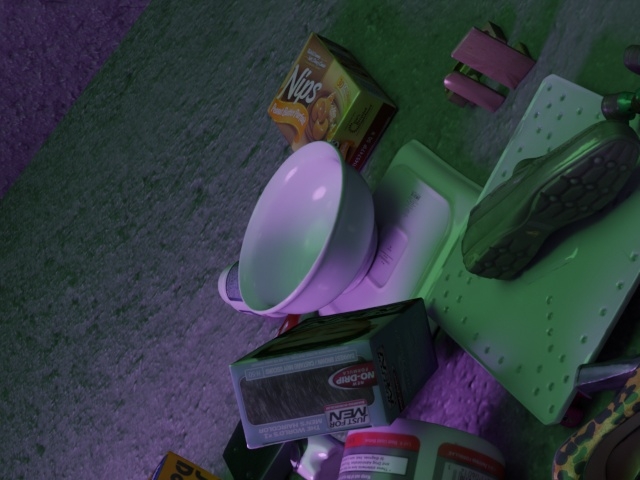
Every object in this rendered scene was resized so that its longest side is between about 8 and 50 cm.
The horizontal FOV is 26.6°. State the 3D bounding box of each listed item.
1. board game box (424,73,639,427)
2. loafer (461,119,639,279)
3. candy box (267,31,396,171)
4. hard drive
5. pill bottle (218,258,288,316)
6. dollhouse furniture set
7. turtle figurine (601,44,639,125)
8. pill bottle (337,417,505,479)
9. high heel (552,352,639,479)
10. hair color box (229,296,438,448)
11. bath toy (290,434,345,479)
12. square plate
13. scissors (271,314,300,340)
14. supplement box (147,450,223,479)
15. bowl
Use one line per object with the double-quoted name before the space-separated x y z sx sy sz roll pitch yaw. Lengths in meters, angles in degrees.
"board game box" 0.320 0.002 1.798 0.390 0.050 0.390 -62 28 9
"loafer" 0.284 -0.066 1.733 0.319 0.112 0.112 -42 41 44
"candy box" 0.015 -0.243 2.498 0.183 0.087 0.316 -58 28 16
"hard drive" -0.068 0.300 2.264 0.255 0.054 0.172 -60 27 10
"pill bottle" -0.114 0.082 2.458 0.180 0.108 0.108 1 70 61
"dollhouse furniture set" 0.226 -0.289 2.112 0.144 0.123 0.151 -51 31 27
"turtle figurine" 0.444 -0.188 1.607 0.175 0.118 0.234 -47 25 -18
"pill bottle" 0.102 0.421 1.693 0.210 0.210 0.363 -18 54 56
"high heel" 0.357 0.243 1.512 0.186 0.093 0.261 -18 55 48
"hair color box" 0.030 0.168 1.805 0.185 0.374 0.114 -12 93 15
"bath toy" -0.037 0.386 2.004 0.129 0.151 0.348 26 81 46
"square plate" 0.119 0.029 2.143 0.344 0.049 0.347 -62 27 10
"scissors" -0.025 0.096 2.319 0.297 0.021 0.109 -60 6 -9
"supplement box" -0.263 0.548 2.187 0.356 0.195 0.194 -54 10 34
"bowl" 0.000 0.000 2.180 0.298 0.134 0.298 -42 35 39
